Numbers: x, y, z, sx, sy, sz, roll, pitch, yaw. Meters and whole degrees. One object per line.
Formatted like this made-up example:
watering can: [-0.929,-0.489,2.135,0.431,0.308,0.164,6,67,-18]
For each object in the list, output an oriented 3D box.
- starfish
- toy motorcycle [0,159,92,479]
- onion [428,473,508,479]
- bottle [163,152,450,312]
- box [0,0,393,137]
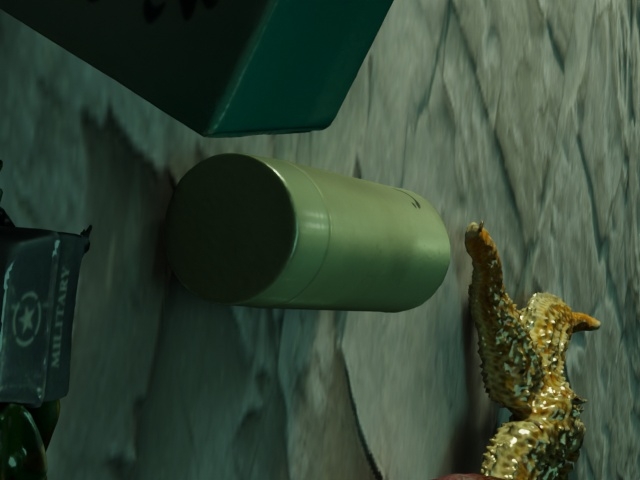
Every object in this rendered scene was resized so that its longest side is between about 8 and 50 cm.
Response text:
starfish: [0.146,0.163,1.100,0.301,0.084,0.293,40,60,-66]
toy motorcycle: [-0.137,0.108,0.434,0.187,0.125,0.274,2,94,-75]
onion: [0.090,0.238,0.938,0.195,0.159,0.159,106,8,-56]
bottle: [0.000,0.000,0.746,0.201,0.072,0.072,8,90,-66]
box: [-0.022,-0.171,0.456,0.092,0.153,0.244,-12,131,-64]
